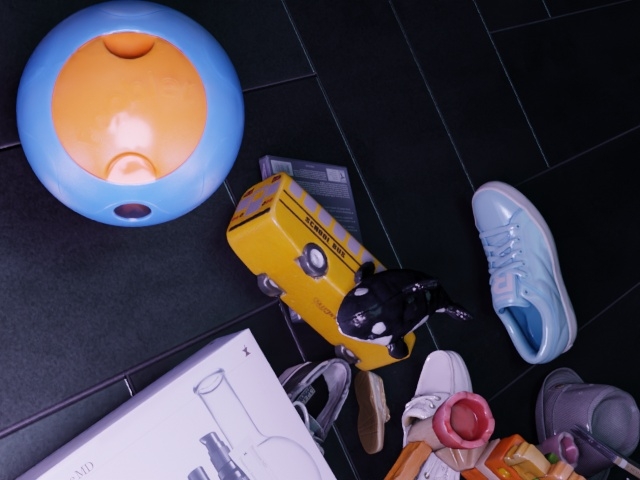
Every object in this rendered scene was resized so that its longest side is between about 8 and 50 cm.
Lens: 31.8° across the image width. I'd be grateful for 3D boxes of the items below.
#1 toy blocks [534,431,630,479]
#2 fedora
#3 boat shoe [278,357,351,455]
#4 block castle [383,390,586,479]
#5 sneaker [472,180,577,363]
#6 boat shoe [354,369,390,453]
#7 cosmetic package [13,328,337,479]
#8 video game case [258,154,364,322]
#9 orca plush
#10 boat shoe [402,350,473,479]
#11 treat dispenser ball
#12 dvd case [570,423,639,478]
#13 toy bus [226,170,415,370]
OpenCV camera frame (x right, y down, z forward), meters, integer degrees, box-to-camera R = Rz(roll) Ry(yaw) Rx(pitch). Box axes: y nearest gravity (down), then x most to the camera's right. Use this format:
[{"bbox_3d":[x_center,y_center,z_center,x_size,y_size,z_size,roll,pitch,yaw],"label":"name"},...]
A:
[{"bbox_3d":[0.495,0.519,1.944,0.288,0.260,0.309,40,45,-29],"label":"toy blocks"},{"bbox_3d":[0.535,0.356,2.178,0.275,0.124,0.243,-7,77,-50],"label":"fedora"},{"bbox_3d":[-0.041,0.276,1.587,0.113,0.105,0.306,57,40,-11],"label":"boat shoe"},{"bbox_3d":[0.283,0.465,1.643,0.453,0.213,0.303,41,60,-4],"label":"block castle"},{"bbox_3d":[0.377,0.064,2.143,0.150,0.135,0.366,-27,91,-54],"label":"sneaker"},{"bbox_3d":[0.087,0.271,1.778,0.045,0.050,0.135,15,60,-37],"label":"boat shoe"},{"bbox_3d":[-0.169,0.324,1.369,0.377,0.097,0.284,-35,96,-37],"label":"cosmetic package"},{"bbox_3d":[0.000,0.000,1.839,0.196,0.026,0.274,4,69,-47],"label":"video game case"},{"bbox_3d":[0.148,0.096,1.683,0.287,0.102,0.151,13,60,-45],"label":"orca plush"},{"bbox_3d":[0.181,0.294,1.834,0.096,0.098,0.277,33,50,-35],"label":"boat shoe"},{"bbox_3d":[-0.241,-0.161,1.442,0.288,0.288,0.288,24,54,-39],"label":"treat dispenser ball"},{"bbox_3d":[0.565,0.408,2.001,0.221,0.164,0.018,32,92,-18],"label":"dvd case"},{"bbox_3d":[0.010,0.056,1.718,0.333,0.108,0.130,43,43,-24],"label":"toy bus"}]
